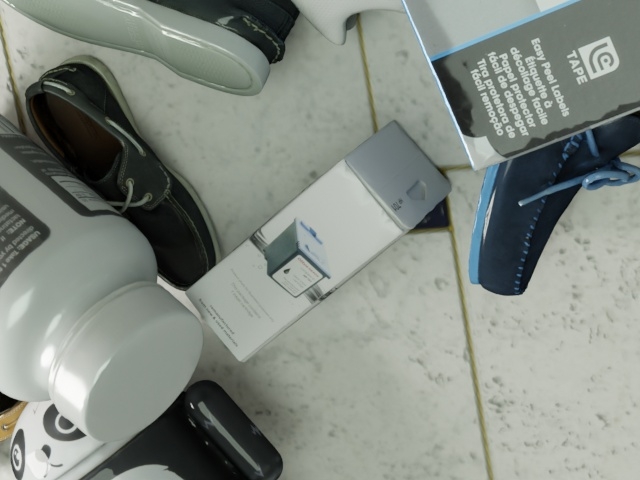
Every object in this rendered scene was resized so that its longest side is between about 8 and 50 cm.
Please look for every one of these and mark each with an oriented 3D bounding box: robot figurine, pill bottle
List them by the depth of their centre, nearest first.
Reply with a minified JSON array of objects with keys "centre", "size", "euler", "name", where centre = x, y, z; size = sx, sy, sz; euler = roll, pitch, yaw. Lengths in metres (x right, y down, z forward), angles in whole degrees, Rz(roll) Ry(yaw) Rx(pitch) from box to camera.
[{"centre":[-0.250,0.023,1.591],"size":[0.318,0.176,0.176],"euler":[38,118,27],"name":"pill bottle"},{"centre":[-0.151,0.231,1.678],"size":[0.209,0.173,0.278],"euler":[-39,94,-16],"name":"robot figurine"}]

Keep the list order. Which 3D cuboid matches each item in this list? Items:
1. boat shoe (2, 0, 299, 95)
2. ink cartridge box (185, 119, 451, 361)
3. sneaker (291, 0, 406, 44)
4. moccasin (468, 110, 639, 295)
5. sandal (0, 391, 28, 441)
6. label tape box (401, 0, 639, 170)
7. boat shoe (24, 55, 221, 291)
[{"centre":[-0.163,-0.215,1.582],"size":[0.303,0.091,0.114],"euler":[25,158,9],"name":"boat shoe"},{"centre":[0.000,0.000,1.567],"size":[0.191,0.139,0.082],"euler":[-41,90,26],"name":"ink cartridge box"},{"centre":[0.095,-0.252,1.484],"size":[0.297,0.111,0.129],"euler":[-19,117,27],"name":"sneaker"},{"centre":[0.205,-0.103,1.465],"size":[0.117,0.138,0.342],"euler":[19,114,8],"name":"moccasin"},{"centre":[-0.291,0.156,1.756],"size":[0.060,0.090,0.219],"euler":[18,113,-5],"name":"sandal"},{"centre":[0.221,-0.228,1.311],"size":[0.348,0.115,0.249],"euler":[-21,97,23],"name":"label tape box"},{"centre":[-0.173,-0.048,1.648],"size":[0.084,0.079,0.233],"euler":[-31,97,24],"name":"boat shoe"}]
